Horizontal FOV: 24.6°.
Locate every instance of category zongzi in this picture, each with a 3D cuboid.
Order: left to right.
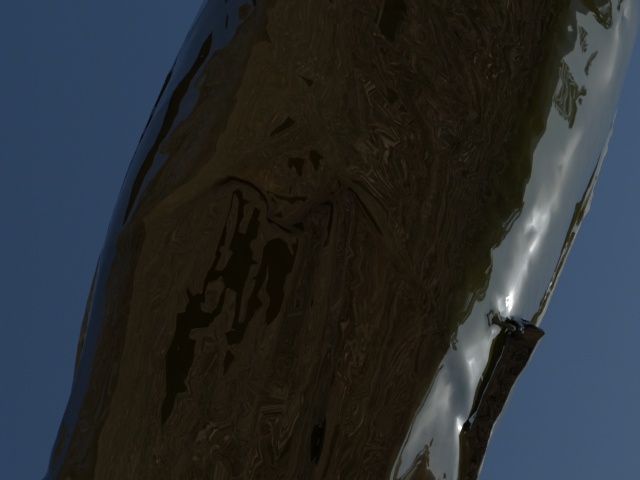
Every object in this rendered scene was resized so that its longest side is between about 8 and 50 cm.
[{"bbox_3d":[0.000,0.000,0.493,0.181,0.418,0.447,19,-117,7],"label":"zongzi"}]
